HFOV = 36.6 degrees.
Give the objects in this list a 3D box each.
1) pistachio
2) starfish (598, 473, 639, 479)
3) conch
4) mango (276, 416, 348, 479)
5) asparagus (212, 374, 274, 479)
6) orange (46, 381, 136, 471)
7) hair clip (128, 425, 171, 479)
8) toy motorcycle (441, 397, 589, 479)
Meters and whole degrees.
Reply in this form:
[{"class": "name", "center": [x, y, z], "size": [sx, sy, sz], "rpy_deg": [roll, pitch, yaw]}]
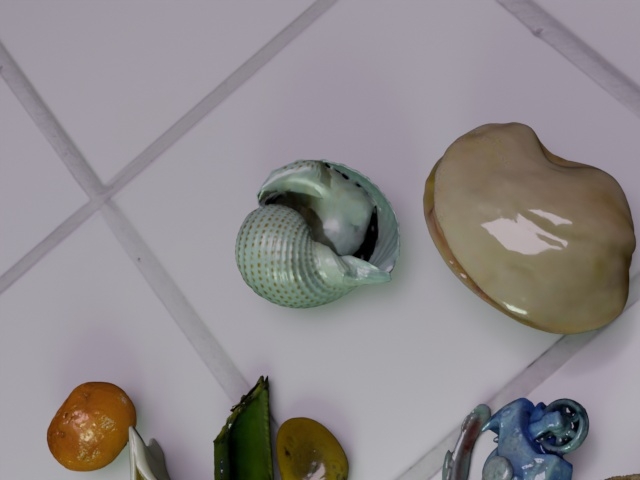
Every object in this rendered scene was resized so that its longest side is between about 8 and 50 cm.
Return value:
[{"class": "pistachio", "center": [0.392, -0.025, 1.785], "size": [0.365, 0.281, 0.445], "rpy_deg": [-26, 67, -22]}, {"class": "starfish", "center": [0.503, 0.437, 1.562], "size": [0.303, 0.312, 0.113], "rpy_deg": [-33, 38, -11]}, {"class": "conch", "center": [-0.004, 0.002, 1.963], "size": [0.319, 0.215, 0.302], "rpy_deg": [20, 77, 1]}, {"class": "mango", "center": [-0.024, 0.422, 1.857], "size": [0.137, 0.098, 0.195], "rpy_deg": [-43, 56, 4]}, {"class": "asparagus", "center": [-0.147, 0.429, 1.859], "size": [0.129, 0.108, 0.381], "rpy_deg": [-12, 51, 7]}, {"class": "orange", "center": [-0.465, 0.383, 1.989], "size": [0.161, 0.193, 0.193], "rpy_deg": [38, 84, -7]}, {"class": "hair clip", "center": [-0.298, 0.509, 1.896], "size": [0.113, 0.172, 0.282], "rpy_deg": [-44, 72, -10]}, {"class": "toy motorcycle", "center": [0.318, 0.406, 1.686], "size": [0.241, 0.182, 0.319], "rpy_deg": [17, 77, 26]}]
